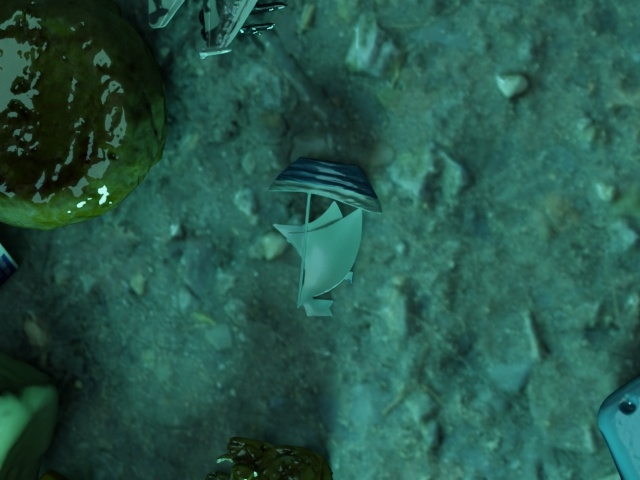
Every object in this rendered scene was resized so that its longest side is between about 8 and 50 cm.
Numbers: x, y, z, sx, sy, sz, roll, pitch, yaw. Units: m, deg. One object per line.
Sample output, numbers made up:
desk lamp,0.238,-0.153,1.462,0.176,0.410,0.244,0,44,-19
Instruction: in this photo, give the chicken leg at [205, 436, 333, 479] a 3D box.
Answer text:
chicken leg,-0.085,0.247,1.700,0.207,0.101,0.085,-22,45,27

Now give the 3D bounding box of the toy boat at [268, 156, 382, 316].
toy boat,0.009,-0.007,1.667,0.105,0.034,0.149,-12,91,22

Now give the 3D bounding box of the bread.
bread,-0.243,-0.119,1.697,0.230,0.123,0.230,-1,87,16

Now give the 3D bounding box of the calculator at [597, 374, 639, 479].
calculator,0.352,0.219,1.562,0.173,0.051,0.293,-26,86,21

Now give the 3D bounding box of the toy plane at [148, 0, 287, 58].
toy plane,-0.065,-0.248,1.656,0.234,0.082,0.160,-5,84,5

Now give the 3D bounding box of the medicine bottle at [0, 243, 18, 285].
medicine bottle,-0.372,-0.036,1.710,0.171,0.201,0.052,43,81,12

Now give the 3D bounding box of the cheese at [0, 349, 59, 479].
cheese,-0.381,0.227,1.689,0.115,0.318,0.326,29,64,22

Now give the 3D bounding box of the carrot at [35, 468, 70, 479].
carrot,-0.187,0.354,1.721,0.114,0.114,0.302,-40,91,18
